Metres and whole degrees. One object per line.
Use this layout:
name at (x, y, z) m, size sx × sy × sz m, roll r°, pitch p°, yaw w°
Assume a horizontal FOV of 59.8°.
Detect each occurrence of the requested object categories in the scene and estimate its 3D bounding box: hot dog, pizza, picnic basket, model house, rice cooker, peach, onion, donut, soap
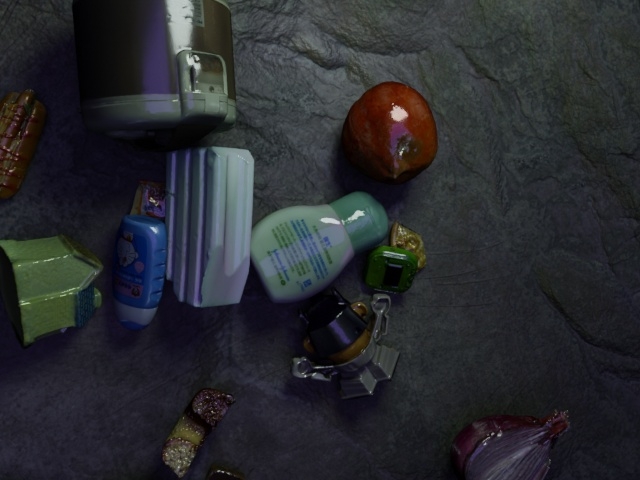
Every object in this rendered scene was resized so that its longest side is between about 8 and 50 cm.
hot dog at (-0.674, -0.213, 1.205) m, size 0.104 × 0.076 × 0.250 m, roll 23°, pitch 92°, yaw -13°
pizza at (0.229, 0.027, 1.454) m, size 0.099 × 0.036 × 0.160 m, roll -9°, pitch 98°, yaw -12°
picnic basket at (-0.264, 0.660, 1.397) m, size 0.110 × 0.055 × 0.193 m, roll 24°, pitch 90°, yaw -15°
model house at (-0.588, 0.100, 1.227) m, size 0.189 × 0.195 × 0.214 m, roll -12°, pitch 115°, yaw -35°
rice cooker at (-0.327, -0.347, 1.146) m, size 0.335 × 0.335 × 0.325 m, roll -4°, pitch 95°, yaw -12°
peach at (0.161, -0.234, 1.299) m, size 0.232 × 0.232 × 0.256 m, roll 26°, pitch 47°, yaw -14°
onion at (0.501, 0.554, 1.507) m, size 0.349 × 0.159 × 0.267 m, roll -36°, pitch 114°, yaw -6°
donut at (-0.297, 0.441, 1.328) m, size 0.085 × 0.141 × 0.217 m, roll 34°, pitch 79°, yaw -4°
soap at (-0.253, -0.033, 1.244) m, size 0.115 × 0.208 × 0.346 m, roll -2°, pitch 97°, yaw -46°

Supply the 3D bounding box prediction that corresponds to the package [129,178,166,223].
package at (-0.389, -0.082, 1.304) m, size 0.108 × 0.031 × 0.120 m, roll 12°, pitch 93°, yaw -14°

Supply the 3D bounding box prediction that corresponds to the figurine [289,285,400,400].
figurine at (0.065, 0.248, 1.387) m, size 0.308 × 0.143 × 0.308 m, roll -1°, pitch 92°, yaw -31°

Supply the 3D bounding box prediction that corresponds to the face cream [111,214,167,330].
face cream at (-0.417, 0.079, 1.269) m, size 0.083 × 0.149 × 0.264 m, roll -10°, pitch 113°, yaw -56°

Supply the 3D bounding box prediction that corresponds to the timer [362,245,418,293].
timer at (0.175, 0.076, 1.402) m, size 0.128 × 0.047 × 0.140 m, roll 11°, pitch 133°, yaw 1°

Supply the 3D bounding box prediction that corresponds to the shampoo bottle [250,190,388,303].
shampoo bottle at (0.000, 0.000, 1.341) m, size 0.350 × 0.151 × 0.221 m, roll -27°, pitch 96°, yaw -8°
